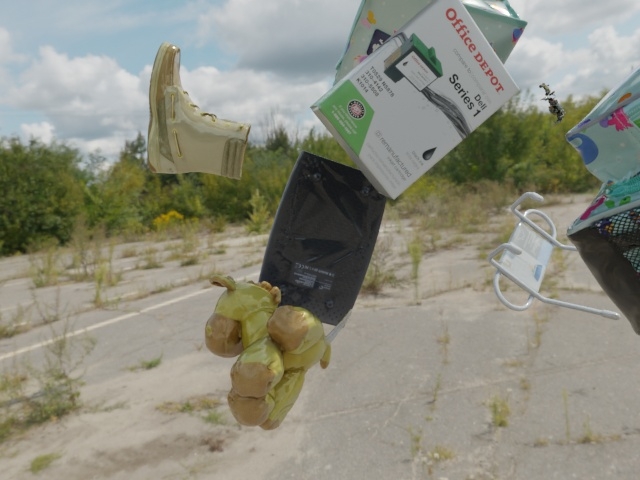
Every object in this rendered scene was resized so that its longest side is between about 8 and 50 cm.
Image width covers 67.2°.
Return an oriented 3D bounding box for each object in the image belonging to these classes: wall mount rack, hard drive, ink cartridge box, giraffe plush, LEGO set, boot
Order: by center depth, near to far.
[{"bbox_3d":[0.122,-0.188,0.640,0.219,0.160,0.092,-41,15,3],"label":"ink cartridge box"},{"bbox_3d":[-0.085,0.123,0.656,0.170,0.181,0.210,29,43,23],"label":"giraffe plush"},{"bbox_3d":[0.363,-0.212,0.744,0.023,0.054,0.083,-33,-24,13],"label":"LEGO set"},{"bbox_3d":[0.000,0.000,0.785,0.172,0.255,0.054,16,3,-14],"label":"hard drive"},{"bbox_3d":[-0.244,-0.261,0.992,0.203,0.262,0.095,6,7,-3],"label":"boot"},{"bbox_3d":[0.588,0.048,1.197,0.350,0.304,0.130,-53,-2,-33],"label":"wall mount rack"}]

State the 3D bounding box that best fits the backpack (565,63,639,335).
[{"bbox_3d":[0.298,-0.066,0.277,0.225,0.191,0.253,-34,5,-35],"label":"backpack"}]

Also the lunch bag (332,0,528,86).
[{"bbox_3d":[0.172,-0.329,0.827,0.262,0.223,0.160,8,46,-18],"label":"lunch bag"}]
